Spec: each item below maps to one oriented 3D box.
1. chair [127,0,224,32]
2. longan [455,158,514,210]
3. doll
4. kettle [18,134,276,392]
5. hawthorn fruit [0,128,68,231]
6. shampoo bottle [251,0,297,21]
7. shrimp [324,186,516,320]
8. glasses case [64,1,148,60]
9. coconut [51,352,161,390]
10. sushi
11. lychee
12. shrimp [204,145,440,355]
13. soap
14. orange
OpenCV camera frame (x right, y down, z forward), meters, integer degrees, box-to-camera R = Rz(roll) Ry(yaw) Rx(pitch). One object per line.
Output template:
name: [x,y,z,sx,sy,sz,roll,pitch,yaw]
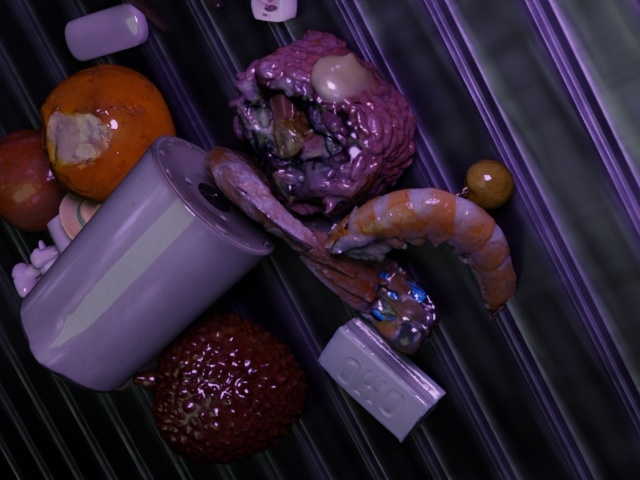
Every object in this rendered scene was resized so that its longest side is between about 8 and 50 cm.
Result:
chair: [-0.296,-0.479,1.507,0.319,0.160,0.186,38,135,17]
longan: [0.224,-0.075,1.346,0.075,0.083,0.075,163,90,-79]
doll: [-0.459,0.018,1.791,0.271,0.208,0.144,-29,75,5]
kettle: [-0.275,0.037,1.618,0.250,0.361,0.376,45,107,-2]
hawthorn fruit: [-0.507,-0.128,1.836,0.251,0.199,0.199,-18,100,27]
shampoo bottle: [-0.070,-0.402,1.438,0.077,0.045,0.152,17,120,32]
shrimp: [0.168,0.003,1.384,0.287,0.068,0.185,21,139,-13]
glasses case: [-0.373,-0.361,1.694,0.197,0.049,0.076,-5,109,40]
coconut: [-0.421,0.179,1.901,0.245,0.233,0.233,-2,110,47]
sushi: [-0.001,-0.173,1.414,0.270,0.171,0.236,49,133,14]
lychee: [-0.173,0.257,1.705,0.304,0.276,0.276,11,127,-10]
shrimp: [0.000,0.000,1.492,0.445,0.221,0.110,39,99,6]
soap: [0.097,0.226,1.608,0.198,0.063,0.114,42,133,15]
orange: [-0.359,-0.178,1.651,0.240,0.240,0.240,18,122,31]
